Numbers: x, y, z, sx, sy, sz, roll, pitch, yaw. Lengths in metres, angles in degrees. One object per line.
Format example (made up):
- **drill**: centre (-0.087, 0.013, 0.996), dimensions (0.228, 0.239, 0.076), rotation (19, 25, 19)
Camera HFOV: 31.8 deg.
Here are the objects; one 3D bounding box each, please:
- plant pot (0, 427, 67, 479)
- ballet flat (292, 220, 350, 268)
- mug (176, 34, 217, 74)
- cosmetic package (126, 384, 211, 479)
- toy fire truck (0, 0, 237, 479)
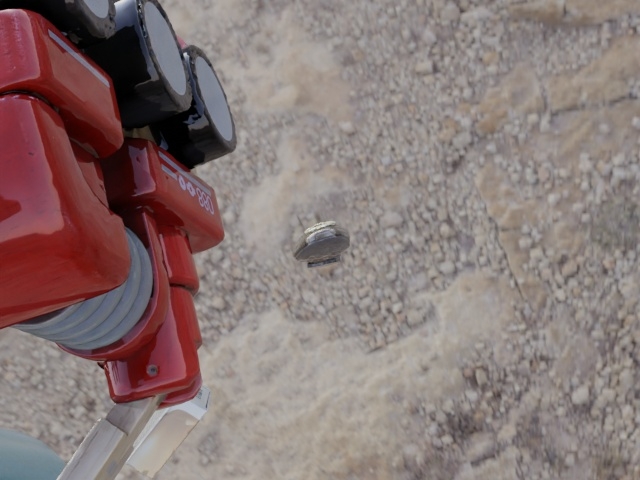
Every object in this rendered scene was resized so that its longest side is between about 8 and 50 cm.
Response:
- **plant pot**: centre (-0.350, 0.274, 0.887), dimensions (0.341, 0.334, 0.341), rotation (-2, 79, 13)
- **ballet flat**: centre (0.000, 0.000, 1.635), dimensions (0.084, 0.250, 0.058), rotation (-11, 82, 1)
- **mug**: centre (-0.218, -0.184, 1.335), dimensions (0.150, 0.113, 0.169), rotation (-26, 14, 31)
- **cosmetic package**: centre (-0.180, 0.221, 1.335), dimensions (0.041, 0.060, 0.115), rotation (35, 107, -11)
- **toy fire truck**: centre (-0.116, 0.027, 0.458), dimensions (0.158, 0.217, 0.246), rotation (-19, 72, 9)
